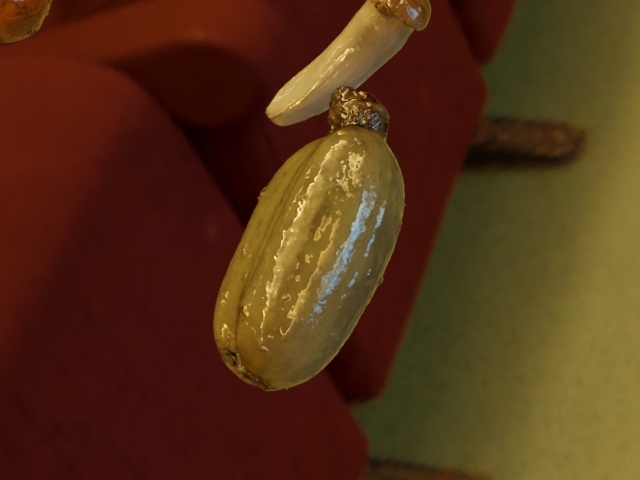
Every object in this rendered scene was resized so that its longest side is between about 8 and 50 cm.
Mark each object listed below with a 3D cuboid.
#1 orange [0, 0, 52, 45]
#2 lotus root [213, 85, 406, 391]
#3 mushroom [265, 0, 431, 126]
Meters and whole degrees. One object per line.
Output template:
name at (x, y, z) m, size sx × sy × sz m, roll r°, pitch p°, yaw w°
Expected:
orange at (-0.243, -0.189, 1.468) m, size 0.084 × 0.083 × 0.083 m, roll -13°, pitch 40°, yaw 12°
lotus root at (0.001, 0.000, 1.102) m, size 0.090 × 0.077 × 0.183 m, roll -7°, pitch 56°, yaw 61°
mushroom at (0.030, -0.194, 2.042) m, size 0.209 × 0.071 × 0.084 m, roll -44°, pitch 32°, yaw 15°
